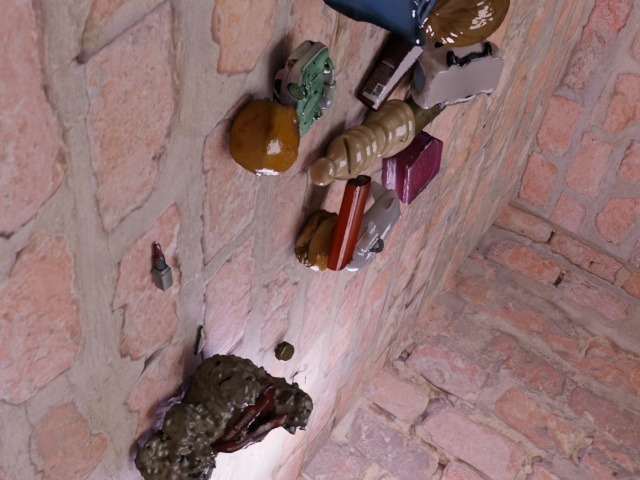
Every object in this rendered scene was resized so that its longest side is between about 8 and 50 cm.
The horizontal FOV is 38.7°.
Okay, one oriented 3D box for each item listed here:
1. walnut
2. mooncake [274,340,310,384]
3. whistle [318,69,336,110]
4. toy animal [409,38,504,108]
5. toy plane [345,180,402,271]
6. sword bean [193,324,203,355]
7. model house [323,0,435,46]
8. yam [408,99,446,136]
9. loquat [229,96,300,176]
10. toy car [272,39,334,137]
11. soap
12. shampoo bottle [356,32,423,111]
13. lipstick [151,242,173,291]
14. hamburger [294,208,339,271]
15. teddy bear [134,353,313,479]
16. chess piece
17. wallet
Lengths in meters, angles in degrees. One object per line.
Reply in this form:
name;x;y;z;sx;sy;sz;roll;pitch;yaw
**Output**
walnut;0.273;-0.497;1.833;0.228;0.228;0.228;-51;161;-25
mooncake;-0.071;0.350;2.551;0.150;0.057;0.346;-36;157;-25
whistle;0.012;-0.291;1.755;0.035;0.035;0.100;-44;156;-42
toy animal;0.308;-0.417;2.165;0.208;0.156;0.204;-18;144;-18
toy plane;0.126;-0.030;2.388;0.244;0.117;0.244;-56;-178;3
sword bean;-0.252;0.205;1.880;0.012;0.012;0.083;-40;153;-48
model house;0.132;-0.510;1.456;0.303;0.216;0.237;-61;163;-13
yam;0.280;-0.352;2.344;0.371;0.083;0.083;-45;158;-42
loquat;-0.092;-0.175;1.545;0.137;0.113;0.137;-21;121;-39
toy car;-0.040;-0.258;1.598;0.090;0.076;0.224;-52;169;-28
soap;0.241;-0.216;2.429;0.162;0.099;0.250;-47;160;-16
shampoo bottle;0.161;-0.389;1.952;0.236;0.068;0.067;-56;-153;2
lipstick;-0.269;0.041;1.535;0.025;0.025;0.107;-48;153;-33
hamburger;0.000;0.000;2.127;0.147;0.083;0.138;-60;158;-8
teddy bear;-0.231;0.419;1.974;0.367;0.224;0.357;-57;149;-2
chess piece;0.078;-0.196;1.995;0.307;0.139;0.124;-37;111;-42
wallet;0.065;-0.042;2.055;0.142;0.045;0.204;-39;144;-69
